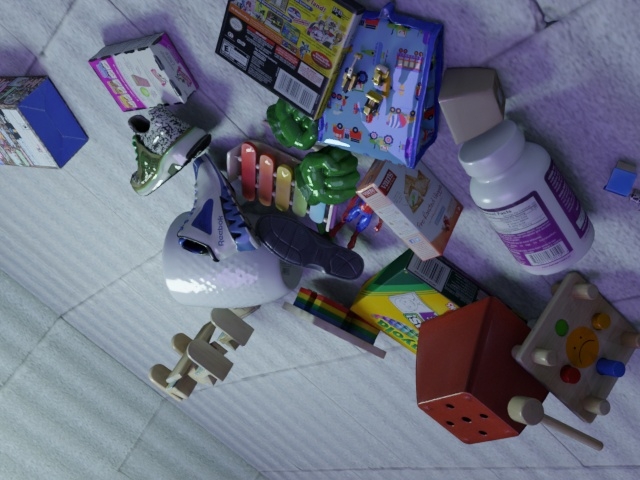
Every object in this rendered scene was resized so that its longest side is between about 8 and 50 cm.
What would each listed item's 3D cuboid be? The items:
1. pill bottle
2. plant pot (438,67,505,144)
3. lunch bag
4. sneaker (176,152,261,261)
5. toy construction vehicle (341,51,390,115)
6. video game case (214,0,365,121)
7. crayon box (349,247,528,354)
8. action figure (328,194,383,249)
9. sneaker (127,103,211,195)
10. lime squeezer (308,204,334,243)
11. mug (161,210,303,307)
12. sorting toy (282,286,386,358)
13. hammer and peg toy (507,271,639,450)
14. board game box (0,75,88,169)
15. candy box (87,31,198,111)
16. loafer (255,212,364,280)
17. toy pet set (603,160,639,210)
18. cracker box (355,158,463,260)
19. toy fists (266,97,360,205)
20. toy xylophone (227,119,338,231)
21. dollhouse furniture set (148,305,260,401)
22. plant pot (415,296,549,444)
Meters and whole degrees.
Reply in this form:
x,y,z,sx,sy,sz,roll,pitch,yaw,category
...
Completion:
x,y,z,sx,sy,sz,roll,pitch,yaw,category
0.403,-0.087,1.374,0.169,0.169,0.301,-13,126,45,pill bottle
0.291,-0.263,1.303,0.096,0.109,0.109,-11,129,29,plant pot
0.117,-0.318,1.356,0.220,0.138,0.293,19,135,21,lunch bag
-0.296,-0.068,1.778,0.316,0.182,0.127,61,-179,30,sneaker
0.082,-0.294,1.306,0.085,0.035,0.098,35,126,12,toy construction vehicle
-0.070,-0.407,1.349,0.274,0.035,0.248,37,132,14,video game case
0.307,0.200,1.854,0.362,0.106,0.313,35,145,-6,crayon box
0.092,-0.045,1.694,0.091,0.139,0.280,31,143,-3,action figure
-0.431,-0.251,1.813,0.182,0.158,0.410,51,147,-12,sneaker
0.000,0.000,1.902,0.110,0.058,0.310,51,157,31,lime squeezer
-0.209,0.068,1.972,0.327,0.276,0.374,0,161,23,mug
0.050,0.233,2.035,0.255,0.089,0.257,29,173,-21,sorting toy
0.564,0.289,1.566,0.266,0.361,0.127,40,165,-15,hammer and peg toy
-0.877,-0.347,2.034,0.290,0.141,0.232,7,139,30,board game box
-0.433,-0.406,1.689,0.233,0.071,0.159,2,136,36,candy box
-0.032,0.019,1.798,0.302,0.109,0.095,26,-177,-9,loafer
0.599,-0.106,1.293,0.114,0.065,0.122,22,144,13,toy pet set
0.202,-0.090,1.531,0.232,0.156,0.067,43,143,-18,cracker box
-0.011,-0.209,1.546,0.142,0.096,0.279,-19,101,31,toy fists
-0.087,-0.163,1.712,0.322,0.081,0.236,22,143,19,toy xylophone
-0.387,0.260,2.198,0.256,0.394,0.362,40,144,-12,dollhouse furniture set
0.381,0.336,1.672,0.267,0.236,0.267,40,143,-15,plant pot
